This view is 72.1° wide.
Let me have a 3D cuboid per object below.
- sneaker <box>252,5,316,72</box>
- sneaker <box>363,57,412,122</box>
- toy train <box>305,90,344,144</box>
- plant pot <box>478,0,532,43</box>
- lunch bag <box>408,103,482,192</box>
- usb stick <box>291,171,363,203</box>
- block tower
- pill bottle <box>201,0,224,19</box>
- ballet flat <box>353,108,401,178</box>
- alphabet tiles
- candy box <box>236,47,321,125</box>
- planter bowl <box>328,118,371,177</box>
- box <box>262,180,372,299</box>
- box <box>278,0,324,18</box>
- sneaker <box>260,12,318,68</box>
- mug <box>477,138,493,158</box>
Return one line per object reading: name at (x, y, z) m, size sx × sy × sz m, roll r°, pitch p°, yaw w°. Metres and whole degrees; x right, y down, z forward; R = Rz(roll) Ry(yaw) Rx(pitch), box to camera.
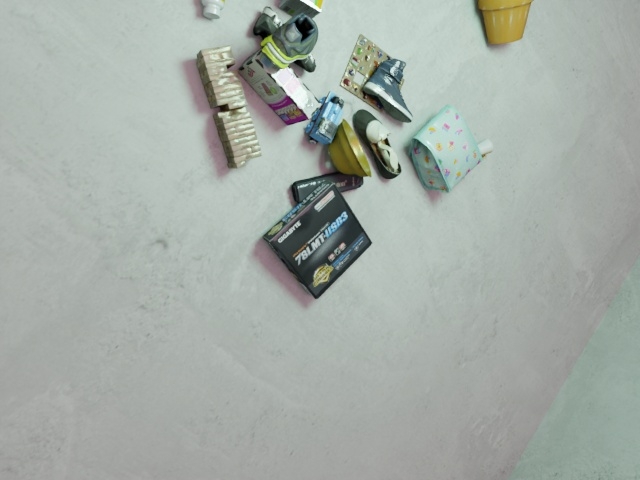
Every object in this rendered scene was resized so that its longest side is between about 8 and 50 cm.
sneaker at (-0.118, -0.598, 1.370) m, size 0.234 × 0.078 × 0.106 m, roll 42°, pitch 80°, yaw -23°
sneaker at (0.279, -0.543, 1.575) m, size 0.226 × 0.086 × 0.163 m, roll 34°, pitch 84°, yaw -27°
toy train at (0.022, -0.404, 1.454) m, size 0.080 × 0.105 × 0.184 m, roll 28°, pitch 84°, yaw -29°
plant pot at (0.730, -0.887, 1.729) m, size 0.205 × 0.205 × 0.188 m, roll -28°, pitch 125°, yaw -22°
lunch bag at (0.464, -0.350, 1.675) m, size 0.223 × 0.160 × 0.262 m, roll -43°, pitch 120°, yaw -16°
usb stick at (0.028, -0.193, 1.523) m, size 0.278 × 0.045 × 0.077 m, roll -17°, pitch 104°, yaw -26°
block tower at (-0.269, -0.388, 1.307) m, size 0.097 × 0.091 × 0.335 m, roll -21°, pitch 107°, yaw -24°
pill bottle at (-0.305, -0.701, 1.256) m, size 0.065 × 0.065 × 0.116 m, roll 3°, pitch 96°, yaw -29°
ballet flat at (0.220, -0.347, 1.576) m, size 0.095 × 0.096 × 0.280 m, roll -40°, pitch 114°, yaw -17°
alphabet tiles at (0.197, -0.586, 1.579) m, size 0.237 × 0.009 × 0.198 m, roll 24°, pitch 85°, yaw -30°
candy box at (-0.126, -0.465, 1.335) m, size 0.233 × 0.159 × 0.071 m, roll 43°, pitch 75°, yaw -27°
planter bowl at (0.087, -0.293, 1.489) m, size 0.090 × 0.217 × 0.217 m, roll -25°, pitch 114°, yaw 18°
box at (0.000, 0.000, 1.500) m, size 0.295 × 0.073 × 0.293 m, roll -43°, pitch 123°, yaw -14°
box at (-0.036, -0.807, 1.359) m, size 0.103 × 0.114 × 0.203 m, roll 17°, pitch 88°, yaw -30°
sneaker at (-0.055, -0.581, 1.248) m, size 0.111 × 0.121 × 0.300 m, roll 48°, pitch 38°, yaw -19°
mug at (0.679, -0.378, 1.843) m, size 0.064 × 0.062 × 0.078 m, roll -26°, pitch 103°, yaw -15°
